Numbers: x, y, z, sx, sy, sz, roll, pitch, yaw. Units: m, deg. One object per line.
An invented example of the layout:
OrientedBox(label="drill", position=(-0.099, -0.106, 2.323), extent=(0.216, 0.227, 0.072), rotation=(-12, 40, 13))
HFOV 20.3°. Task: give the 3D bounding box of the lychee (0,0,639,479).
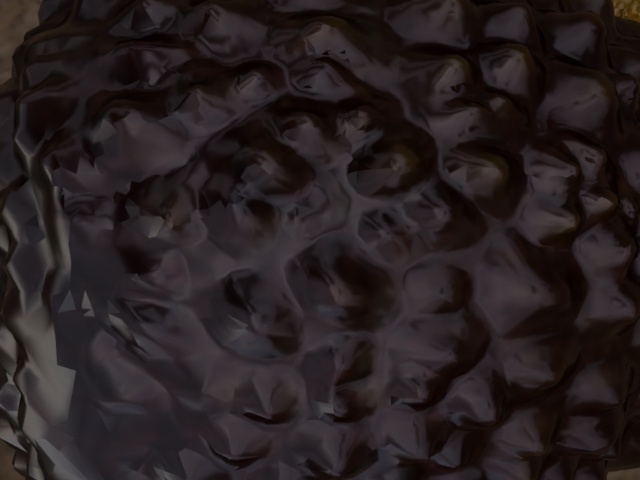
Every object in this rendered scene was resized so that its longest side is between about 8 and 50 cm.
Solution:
OrientedBox(label="lychee", position=(0.000, 0.000, 0.726), extent=(0.330, 0.306, 0.306), rotation=(9, 113, 10))

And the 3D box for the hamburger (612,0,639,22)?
OrientedBox(label="hamburger", position=(0.127, -0.214, 1.341), extent=(0.294, 0.179, 0.276), rotation=(8, 122, -7))
